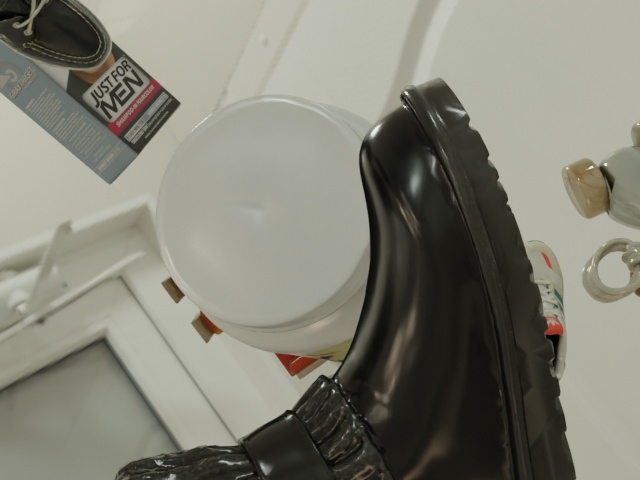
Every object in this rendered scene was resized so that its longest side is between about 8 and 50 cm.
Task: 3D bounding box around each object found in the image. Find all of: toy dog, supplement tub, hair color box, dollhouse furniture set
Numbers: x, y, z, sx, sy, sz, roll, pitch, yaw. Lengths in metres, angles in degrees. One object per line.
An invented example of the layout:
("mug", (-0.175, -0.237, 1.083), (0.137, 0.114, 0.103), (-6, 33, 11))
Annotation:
("toy dog", (0.450, -0.013, 1.177), (0.220, 0.333, 0.161), (-16, -48, 19))
("supplement tub", (0.000, 0.000, 0.895), (0.235, 0.235, 0.325), (-40, -19, 8))
("hair color box", (-0.455, -0.299, 1.614), (0.114, 0.374, 0.185), (-37, 18, 39))
("dollhouse furniture set", (-0.076, 0.075, 1.378), (0.262, 0.259, 0.135), (-36, 4, 2))

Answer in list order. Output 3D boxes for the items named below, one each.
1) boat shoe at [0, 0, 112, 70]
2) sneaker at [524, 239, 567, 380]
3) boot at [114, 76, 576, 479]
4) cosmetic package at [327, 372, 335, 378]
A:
("boat shoe", (-0.429, -0.324, 1.228), (0.114, 0.303, 0.091), (-66, 18, 3))
("sneaker", (0.244, 0.078, 0.968), (0.057, 0.161, 0.075), (2, -6, -5))
("boot", (0.001, 0.096, 0.527), (0.260, 0.347, 0.131), (-12, 0, 2))
("cosmetic package", (0.064, 0.326, 1.400), (0.086, 0.231, 0.117), (-18, -24, -36))
